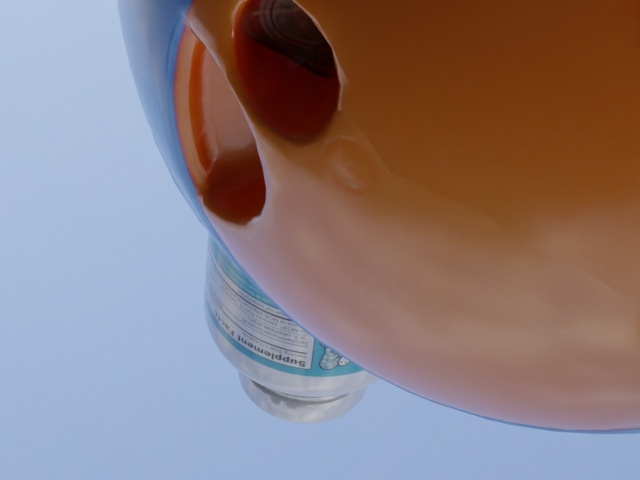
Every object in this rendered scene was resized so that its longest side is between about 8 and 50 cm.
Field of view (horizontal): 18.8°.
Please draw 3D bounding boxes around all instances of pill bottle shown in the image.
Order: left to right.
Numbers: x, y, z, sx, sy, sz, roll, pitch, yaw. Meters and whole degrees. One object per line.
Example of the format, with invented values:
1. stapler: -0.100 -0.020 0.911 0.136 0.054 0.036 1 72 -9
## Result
1. pill bottle: 0.000 0.000 1.241 0.146 0.264 0.146 3 -134 -4

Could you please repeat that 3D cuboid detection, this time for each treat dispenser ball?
1. treat dispenser ball: 0.083 -0.087 0.566 0.288 0.288 0.288 -10 -140 8
